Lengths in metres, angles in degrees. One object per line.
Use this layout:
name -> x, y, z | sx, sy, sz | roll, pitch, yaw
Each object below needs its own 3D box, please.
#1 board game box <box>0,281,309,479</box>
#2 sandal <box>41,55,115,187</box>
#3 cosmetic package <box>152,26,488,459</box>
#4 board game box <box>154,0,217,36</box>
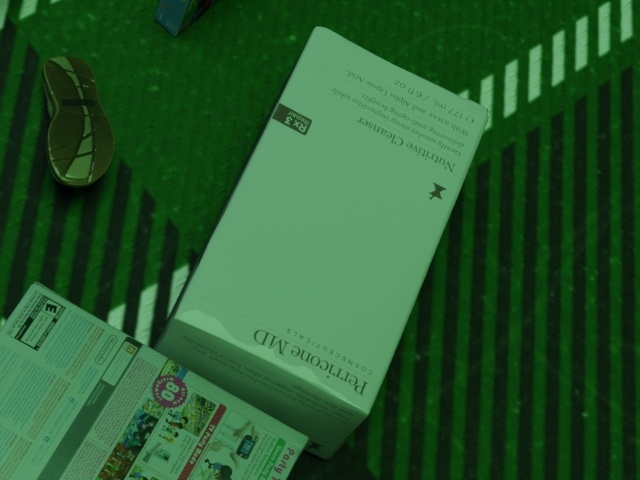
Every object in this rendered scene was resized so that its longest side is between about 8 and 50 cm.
board game box -> -0.196, 0.211, 1.514 | 0.303, 0.097, 0.224 | 30, 56, 0
sandal -> -0.259, -0.119, 1.702 | 0.072, 0.049, 0.180 | 2, 48, -22
cosmetic package -> 0.000, 0.000, 1.653 | 0.217, 0.156, 0.385 | 25, 58, -6
board game box -> -0.089, -0.335, 1.796 | 0.039, 0.160, 0.211 | 40, 60, 5
